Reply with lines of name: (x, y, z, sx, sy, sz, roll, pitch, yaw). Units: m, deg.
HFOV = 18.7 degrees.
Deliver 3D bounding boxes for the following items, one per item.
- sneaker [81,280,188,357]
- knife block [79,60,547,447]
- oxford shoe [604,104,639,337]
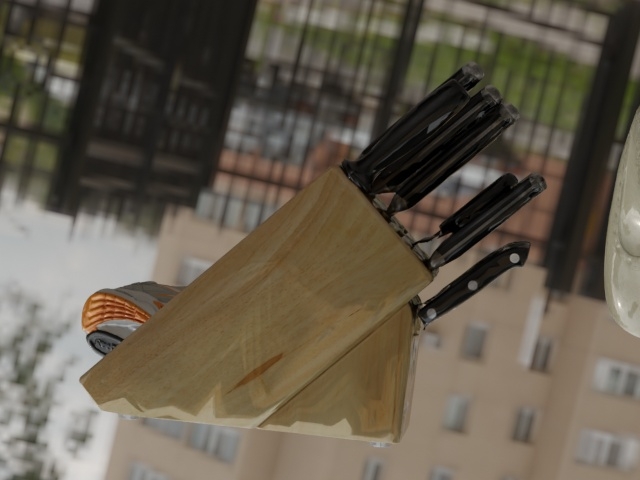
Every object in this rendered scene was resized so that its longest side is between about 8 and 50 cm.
sneaker: (-0.118, 0.097, 2.077, 0.262, 0.099, 0.121, 21, -153, 21)
knife block: (0.000, 0.000, 1.221, 0.276, 0.242, 0.088, 5, -178, 6)
oxford shoe: (0.290, -0.067, 1.540, 0.140, 0.397, 0.146, 30, -141, 24)
